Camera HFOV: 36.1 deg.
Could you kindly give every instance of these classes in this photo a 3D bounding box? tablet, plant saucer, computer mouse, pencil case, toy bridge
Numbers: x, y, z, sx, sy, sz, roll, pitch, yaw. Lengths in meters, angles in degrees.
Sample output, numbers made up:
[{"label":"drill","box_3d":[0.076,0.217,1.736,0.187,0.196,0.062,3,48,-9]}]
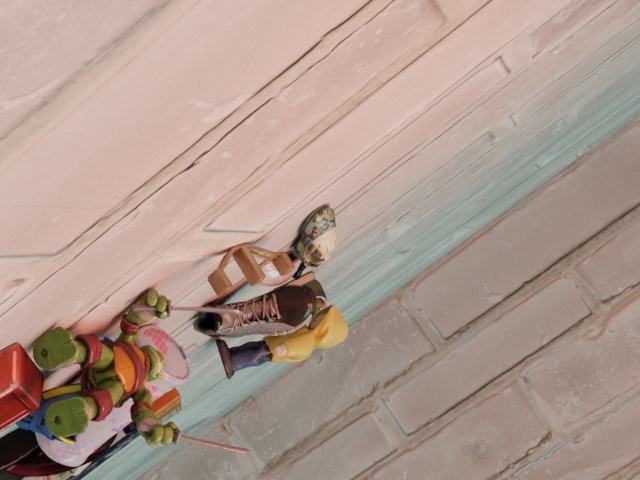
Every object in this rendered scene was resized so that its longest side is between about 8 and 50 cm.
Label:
[{"label":"tablet","box_3d":[-0.277,0.235,2.046,0.054,0.006,0.083,-33,170,-8]},{"label":"plant saucer","box_3d":[-0.483,0.245,1.290,0.259,0.048,0.258,-33,170,-16]},{"label":"computer mouse","box_3d":[-0.059,0.052,1.788,0.106,0.042,0.193,-39,169,30]},{"label":"pencil case","box_3d":[-0.339,0.256,1.599,0.273,0.113,0.124,-39,139,16]},{"label":"toy bridge","box_3d":[-0.108,0.036,1.483,0.026,0.063,0.188,-40,168,30]}]

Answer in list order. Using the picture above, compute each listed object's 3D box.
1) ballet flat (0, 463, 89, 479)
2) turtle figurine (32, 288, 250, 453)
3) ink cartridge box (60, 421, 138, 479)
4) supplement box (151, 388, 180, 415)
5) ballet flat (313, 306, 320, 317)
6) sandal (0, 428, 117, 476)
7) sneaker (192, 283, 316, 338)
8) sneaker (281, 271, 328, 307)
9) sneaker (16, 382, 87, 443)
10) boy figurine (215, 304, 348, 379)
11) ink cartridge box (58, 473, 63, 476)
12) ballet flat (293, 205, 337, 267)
[{"label":"ballet flat","box_3d":[-0.514,0.423,1.888,0.280,0.096,0.095,-37,157,10]},{"label":"turtle figurine","box_3d":[-0.241,0.175,1.345,0.266,0.274,0.198,-2,112,-65]},{"label":"ink cartridge box","box_3d":[-0.549,0.501,2.255,0.332,0.065,0.165,-36,171,12]},{"label":"supplement box","box_3d":[-0.349,0.341,2.106,0.080,0.078,0.233,-35,171,-18]},{"label":"ballet flat","box_3d":[-0.027,0.139,2.238,0.067,0.073,0.206,-45,171,8]},{"label":"sandal","box_3d":[-0.479,0.373,1.732,0.445,0.107,0.167,-30,169,-26]},{"label":"sneaker","box_3d":[-0.126,0.135,1.731,0.228,0.086,0.132,-18,170,28]},{"label":"sneaker","box_3d":[-0.061,0.138,2.061,0.192,0.086,0.064,-27,167,-38]},{"label":"sneaker","box_3d":[-0.409,0.274,1.482,0.069,0.082,0.209,-4,165,-40]},{"label":"boy figurine","box_3d":[-0.078,0.218,2.112,0.285,0.092,0.177,-18,-175,-4]},{"label":"ink cartridge box","box_3d":[-0.601,0.488,2.048,0.181,0.056,0.224,-38,171,14]},{"label":"ballet flat","box_3d":[0.000,0.000,1.672,0.070,0.070,0.188,-32,170,-17]}]
